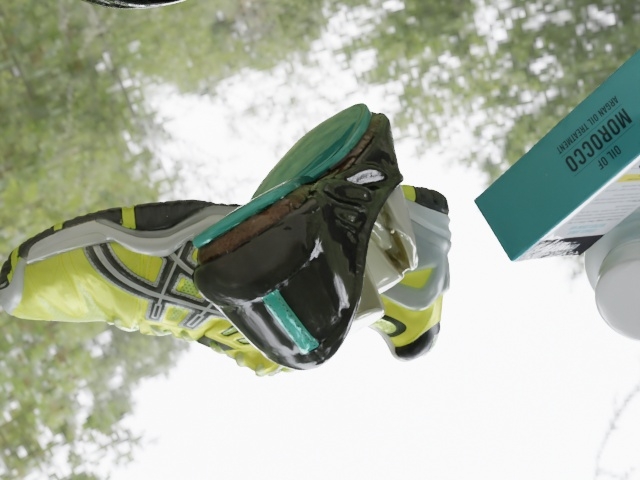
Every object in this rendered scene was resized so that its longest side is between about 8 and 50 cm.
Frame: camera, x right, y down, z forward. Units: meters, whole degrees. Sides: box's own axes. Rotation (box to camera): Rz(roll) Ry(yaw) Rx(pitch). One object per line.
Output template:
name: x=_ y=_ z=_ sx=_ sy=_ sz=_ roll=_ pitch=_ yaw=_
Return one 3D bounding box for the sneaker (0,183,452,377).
sneaker: x=-0.082 y=0.042 z=1.084 sx=0.384 sy=0.147 sz=0.145 roll=-6 pitch=176 yaw=10

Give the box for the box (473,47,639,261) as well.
box: x=0.230 y=-0.079 z=0.945 sx=0.100 sy=0.244 sz=0.060 roll=-4 pitch=-123 yaw=-49

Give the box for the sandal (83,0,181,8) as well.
sandal: x=-0.186 y=-0.256 z=1.017 sx=0.445 sy=0.107 sz=0.167 roll=12 pitch=-119 yaw=18

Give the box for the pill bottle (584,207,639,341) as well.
pill bottle: x=0.292 y=-0.008 z=1.126 sx=0.117 sy=0.117 sz=0.215 roll=-1 pitch=-148 yaw=23

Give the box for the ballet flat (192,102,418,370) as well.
ballet flat: x=0.000 y=0.000 z=0.717 sx=0.095 sy=0.096 sz=0.280 roll=-31 pitch=-172 yaw=20
